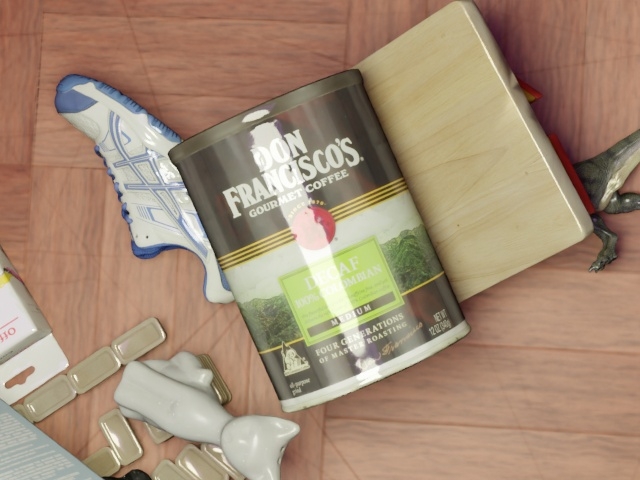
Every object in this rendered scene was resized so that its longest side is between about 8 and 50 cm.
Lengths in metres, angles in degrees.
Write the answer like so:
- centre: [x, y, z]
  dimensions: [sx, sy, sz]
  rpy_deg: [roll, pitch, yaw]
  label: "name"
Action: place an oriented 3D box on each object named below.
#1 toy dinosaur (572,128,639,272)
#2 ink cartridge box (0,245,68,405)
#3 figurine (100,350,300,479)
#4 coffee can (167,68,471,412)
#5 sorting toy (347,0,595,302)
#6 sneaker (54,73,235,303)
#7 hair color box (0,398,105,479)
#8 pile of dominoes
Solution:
- centre: [0.288, -0.040, 1.851]
  dimensions: [0.268, 0.064, 0.118]
  rpy_deg: [-33, 75, 0]
  label: "toy dinosaur"
- centre: [-0.366, 0.078, 1.917]
  dimensions: [0.115, 0.067, 0.198]
  rpy_deg: [-34, 82, 3]
  label: "ink cartridge box"
- centre: [-0.126, 0.235, 1.783]
  dimensions: [0.209, 0.092, 0.215]
  rpy_deg: [24, 92, 40]
  label: "figurine"
- centre: [0.000, 0.000, 1.744]
  dimensions: [0.201, 0.201, 0.275]
  rpy_deg: [-24, 91, 5]
  label: "coffee can"
- centre: [0.127, -0.077, 1.811]
  dimensions: [0.257, 0.089, 0.255]
  rpy_deg: [-30, 86, 39]
  label: "sorting toy"
- centre: [-0.176, -0.053, 1.883]
  dimensions: [0.296, 0.112, 0.131]
  rpy_deg: [38, 91, 9]
  label: "sneaker"
- centre: [-0.281, 0.308, 1.766]
  dimensions: [0.374, 0.113, 0.185]
  rpy_deg: [32, 119, 31]
  label: "hair color box"
- centre: [-0.207, 0.216, 1.913]
  dimensions: [0.251, 0.040, 0.196]
  rpy_deg: [-33, 82, 12]
  label: "pile of dominoes"
